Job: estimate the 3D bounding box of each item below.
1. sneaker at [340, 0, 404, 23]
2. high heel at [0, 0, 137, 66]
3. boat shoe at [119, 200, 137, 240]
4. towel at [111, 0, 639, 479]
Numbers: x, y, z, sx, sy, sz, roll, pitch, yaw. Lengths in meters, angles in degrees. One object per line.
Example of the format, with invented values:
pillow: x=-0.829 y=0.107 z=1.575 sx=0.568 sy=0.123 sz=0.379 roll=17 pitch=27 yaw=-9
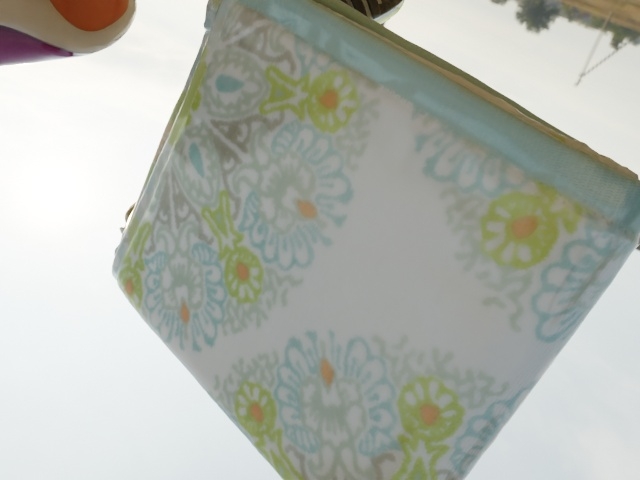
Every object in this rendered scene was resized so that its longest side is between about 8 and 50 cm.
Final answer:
sneaker: x=-0.005 y=-0.232 z=0.694 sx=0.208 sy=0.094 sz=0.082 roll=-22 pitch=-108 yaw=2
high heel: x=-0.332 y=-0.194 z=0.535 sx=0.181 sy=0.127 sz=0.377 roll=-8 pitch=-168 yaw=29
boat shoe: x=-0.219 y=-0.021 z=0.850 sx=0.098 sy=0.302 sz=0.109 roll=21 pitch=-139 yaw=-23
towel: x=0.000 y=0.000 z=0.486 sx=0.374 sy=0.321 sz=0.090 roll=40 pitch=-155 yaw=29
